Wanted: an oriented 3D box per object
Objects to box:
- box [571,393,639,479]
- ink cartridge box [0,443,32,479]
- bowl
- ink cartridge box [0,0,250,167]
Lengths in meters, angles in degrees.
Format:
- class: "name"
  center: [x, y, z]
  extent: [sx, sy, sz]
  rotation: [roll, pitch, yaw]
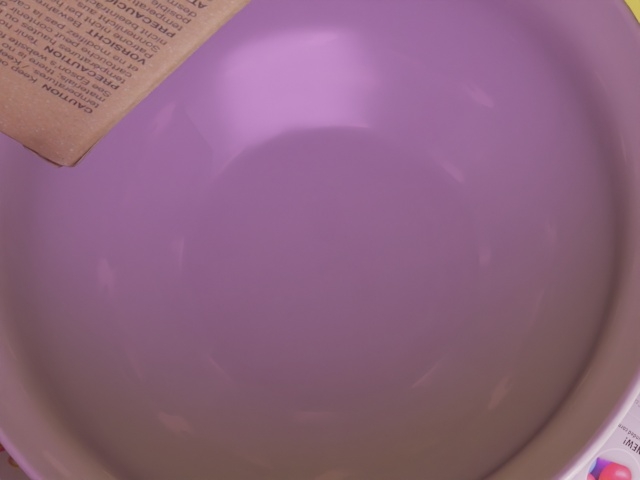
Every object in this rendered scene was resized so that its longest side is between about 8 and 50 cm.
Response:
- class: "box"
  center: [0.200, 0.069, 0.810]
  extent: [0.145, 0.038, 0.186]
  rotation: [35, 81, -20]
- class: "ink cartridge box"
  center: [-0.178, 0.172, 0.713]
  extent: [0.306, 0.226, 0.131]
  rotation: [32, 121, 15]
- class: "bowl"
  center: [0.000, 0.000, 0.722]
  extent: [0.298, 0.134, 0.298]
  rotation: [-2, 75, 6]
- class: "ink cartridge box"
  center: [-0.128, -0.145, 0.552]
  extent: [0.235, 0.088, 0.193]
  rotation: [30, 146, -22]
